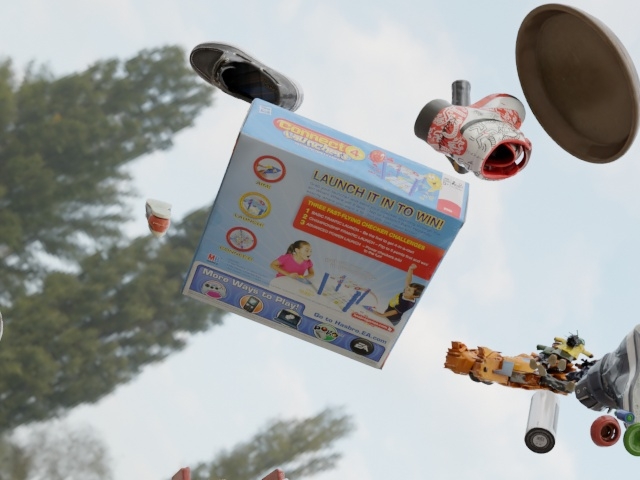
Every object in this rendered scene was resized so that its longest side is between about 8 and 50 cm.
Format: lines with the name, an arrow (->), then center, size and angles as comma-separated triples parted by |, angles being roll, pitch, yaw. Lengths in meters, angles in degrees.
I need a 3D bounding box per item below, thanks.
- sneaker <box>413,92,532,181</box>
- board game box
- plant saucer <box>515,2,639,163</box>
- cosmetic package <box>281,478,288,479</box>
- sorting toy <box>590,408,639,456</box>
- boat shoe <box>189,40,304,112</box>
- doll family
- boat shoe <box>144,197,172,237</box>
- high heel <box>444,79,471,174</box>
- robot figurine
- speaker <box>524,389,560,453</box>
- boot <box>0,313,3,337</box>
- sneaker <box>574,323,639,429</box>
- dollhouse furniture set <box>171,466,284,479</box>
sneaker -> 0.269, -0.151, 1.727 | 0.145, 0.270, 0.090 | 38, -62, 30
board game box -> 0.000, 0.000, 1.545 | 0.308, 0.086, 0.302 | 22, -51, -4
plant saucer -> 0.417, -0.255, 1.838 | 0.278, 0.041, 0.277 | 48, -25, 30
cosmetic package -> -0.068, 0.459, 1.603 | 0.085, 0.117, 0.231 | 42, -34, 46
sorting toy -> 0.438, 0.278, 1.678 | 0.042, 0.102, 0.061 | -167, -88, -76
boat shoe -> -0.134, -0.265, 1.850 | 0.229, 0.076, 0.080 | 32, -72, 25
doll family -> 0.485, 0.223, 2.103 | 0.193, 0.111, 0.076 | 32, -52, 26
boat shoe -> -0.286, -0.043, 2.020 | 0.137, 0.049, 0.043 | -126, -132, -71
high heel -> 0.272, -0.143, 2.086 | 0.093, 0.186, 0.261 | -6, -33, 17
robot figurine -> 0.429, 0.281, 2.490 | 0.211, 0.291, 0.085 | 6, -95, 63
speaker -> 0.394, 0.320, 2.030 | 0.055, 0.136, 0.055 | 5, -67, 13
boot -> -0.442, 0.090, 1.163 | 0.115, 0.306, 0.112 | 35, 53, -68
sneaker -> 0.489, 0.264, 1.866 | 0.086, 0.226, 0.163 | 30, -48, -10
dollhouse furniture set -> -0.211, 0.555, 2.223 | 0.374, 0.201, 0.152 | 129, -38, -59
